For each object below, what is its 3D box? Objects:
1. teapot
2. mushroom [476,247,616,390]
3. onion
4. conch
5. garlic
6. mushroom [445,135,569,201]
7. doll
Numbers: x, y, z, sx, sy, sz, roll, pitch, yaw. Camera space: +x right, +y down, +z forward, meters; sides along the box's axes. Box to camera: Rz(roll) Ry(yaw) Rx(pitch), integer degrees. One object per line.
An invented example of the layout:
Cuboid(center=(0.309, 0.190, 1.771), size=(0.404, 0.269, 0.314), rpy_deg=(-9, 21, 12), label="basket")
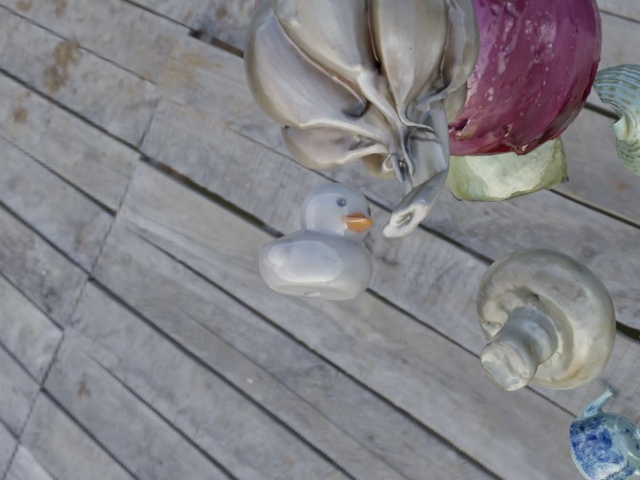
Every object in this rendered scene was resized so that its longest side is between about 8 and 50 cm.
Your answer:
Cuboid(center=(0.604, 0.421, 1.714), size=(0.159, 0.159, 0.231), rpy_deg=(-34, 66, 26), label="teapot")
Cuboid(center=(0.334, 0.141, 1.326), size=(0.244, 0.244, 0.243), rpy_deg=(-6, 80, 33), label="mushroom")
Cuboid(center=(0.105, -0.240, 0.863), size=(0.359, 0.358, 0.344), rpy_deg=(4, 116, 34), label="onion")
Cuboid(center=(0.366, -0.142, 0.939), size=(0.102, 0.153, 0.135), rpy_deg=(-34, 54, 11), label="conch")
Cuboid(center=(0.024, -0.075, 0.438), size=(0.127, 0.131, 0.194), rpy_deg=(0, 56, -7), label="garlic")
Cuboid(center=(0.269, -0.170, 1.339), size=(0.190, 0.267, 0.164), rpy_deg=(-21, 112, 12), label="mushroom")
Cuboid(center=(0.000, 0.000, 1.553), size=(0.251, 0.221, 0.221), rpy_deg=(-15, 74, 49), label="doll")
